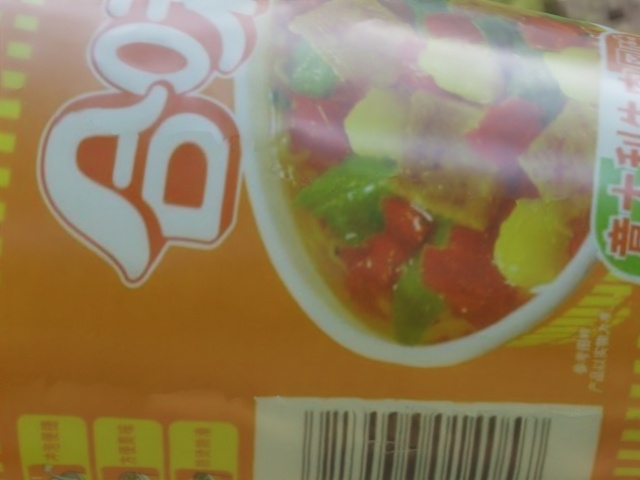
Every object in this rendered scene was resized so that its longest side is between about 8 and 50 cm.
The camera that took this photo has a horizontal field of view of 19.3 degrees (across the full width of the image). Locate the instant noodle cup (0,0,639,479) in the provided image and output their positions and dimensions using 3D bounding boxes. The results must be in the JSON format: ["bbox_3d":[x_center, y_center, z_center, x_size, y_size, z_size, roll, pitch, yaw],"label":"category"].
[{"bbox_3d":[0.000,0.000,0.449,0.185,0.168,0.168,6,30,3],"label":"instant noodle cup"}]
